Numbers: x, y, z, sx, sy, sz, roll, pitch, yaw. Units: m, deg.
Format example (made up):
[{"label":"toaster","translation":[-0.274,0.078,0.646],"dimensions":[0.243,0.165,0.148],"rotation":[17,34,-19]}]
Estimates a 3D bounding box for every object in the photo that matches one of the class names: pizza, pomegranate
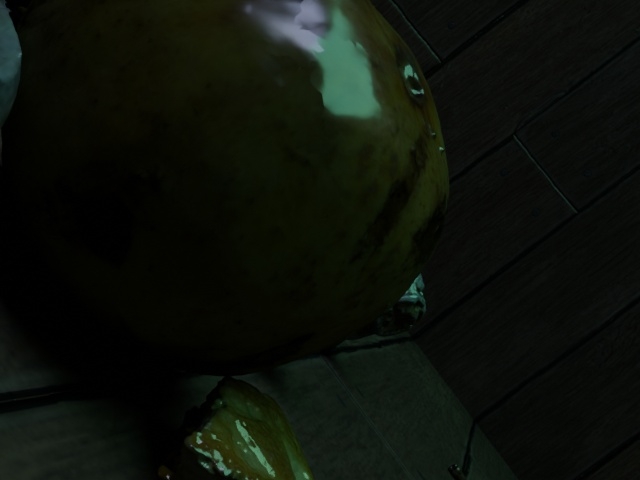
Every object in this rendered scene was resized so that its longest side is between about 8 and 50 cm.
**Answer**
[{"label":"pizza","translation":[-0.039,0.144,0.568],"dimensions":[0.161,0.062,0.182],"rotation":[57,4,-49]},{"label":"pomegranate","translation":[-0.057,-0.053,0.635],"dimensions":[0.281,0.281,0.281],"rotation":[52,5,-6]}]

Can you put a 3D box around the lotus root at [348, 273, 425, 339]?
[{"label":"lotus root","translation":[-0.002,0.001,1.385],"dimensions":[0.349,0.175,0.175],"rotation":[51,3,41]}]

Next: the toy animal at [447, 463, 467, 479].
[{"label":"toy animal","translation":[0.210,0.366,1.128],"dimensions":[0.260,0.087,0.243],"rotation":[51,5,23]}]

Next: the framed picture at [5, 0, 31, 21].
[{"label":"framed picture","translation":[-0.228,-0.207,0.892],"dimensions":[0.247,0.022,0.335],"rotation":[24,-11,30]}]

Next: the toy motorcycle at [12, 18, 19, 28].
[{"label":"toy motorcycle","translation":[-0.185,-0.110,0.883],"dimensions":[0.122,0.080,0.215],"rotation":[53,3,20]}]

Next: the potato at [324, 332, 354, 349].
[{"label":"potato","translation":[-0.055,-0.002,0.945],"dimensions":[0.253,0.148,0.186],"rotation":[49,-12,-19]}]

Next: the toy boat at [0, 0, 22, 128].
[{"label":"toy boat","translation":[-0.240,-0.120,0.477],"dimensions":[0.227,0.085,0.155],"rotation":[45,20,-4]}]
